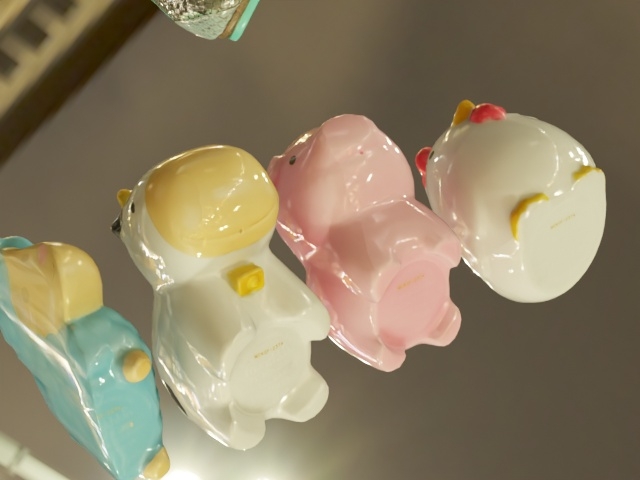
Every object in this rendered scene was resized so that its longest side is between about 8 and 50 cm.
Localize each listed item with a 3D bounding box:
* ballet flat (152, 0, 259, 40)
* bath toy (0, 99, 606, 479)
[{"bbox_3d":[-0.013,-0.163,0.632,0.188,0.070,0.070,-58,-153,12],"label":"ballet flat"},{"bbox_3d":[0.000,0.000,0.928,0.348,0.151,0.129,-19,-146,-32],"label":"bath toy"}]
